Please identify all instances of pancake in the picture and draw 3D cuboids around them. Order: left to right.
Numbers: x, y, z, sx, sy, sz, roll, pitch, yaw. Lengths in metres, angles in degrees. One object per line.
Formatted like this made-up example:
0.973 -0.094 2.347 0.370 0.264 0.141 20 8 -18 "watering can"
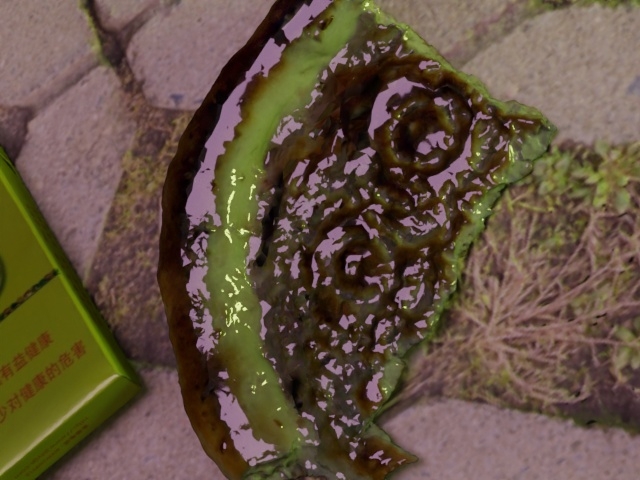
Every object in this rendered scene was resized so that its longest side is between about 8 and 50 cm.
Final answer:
-0.004 -0.003 1.487 0.305 0.067 0.426 21 85 29 "pancake"

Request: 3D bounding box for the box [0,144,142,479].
-0.305 0.057 1.622 0.187 0.047 0.335 -40 59 8 "box"
